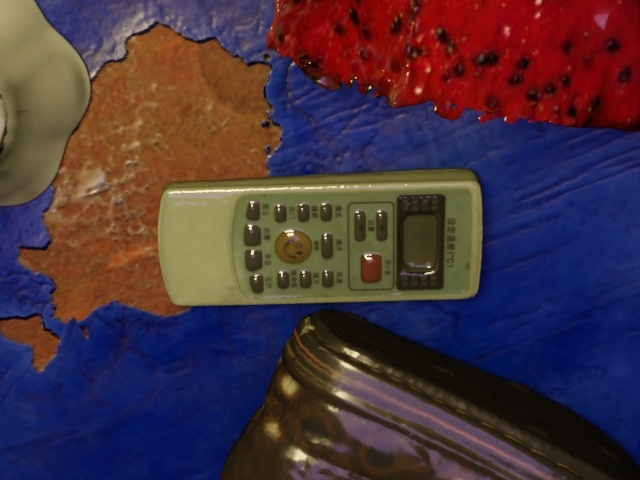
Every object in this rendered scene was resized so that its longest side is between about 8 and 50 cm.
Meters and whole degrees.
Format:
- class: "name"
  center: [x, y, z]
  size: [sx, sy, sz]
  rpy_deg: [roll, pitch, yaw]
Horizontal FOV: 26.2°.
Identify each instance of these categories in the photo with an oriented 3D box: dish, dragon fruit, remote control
- class: "dish"
  center: [-0.305, -0.110, 1.122]
  size: [0.229, 0.081, 0.229]
  rpy_deg: [-1, 114, -2]
- class: "dragon fruit"
  center: [0.128, -0.154, 1.053]
  size: [0.330, 0.240, 0.302]
  rpy_deg: [27, 153, -25]
- class: "remote control"
  center: [0.000, 0.000, 1.213]
  size: [0.285, 0.038, 0.123]
  rpy_deg: [-1, 115, -3]

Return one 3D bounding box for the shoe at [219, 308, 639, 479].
- class: "shoe"
  center: [0.104, 0.237, 1.253]
  size: [0.384, 0.171, 0.237]
  rpy_deg: [25, 104, -12]
